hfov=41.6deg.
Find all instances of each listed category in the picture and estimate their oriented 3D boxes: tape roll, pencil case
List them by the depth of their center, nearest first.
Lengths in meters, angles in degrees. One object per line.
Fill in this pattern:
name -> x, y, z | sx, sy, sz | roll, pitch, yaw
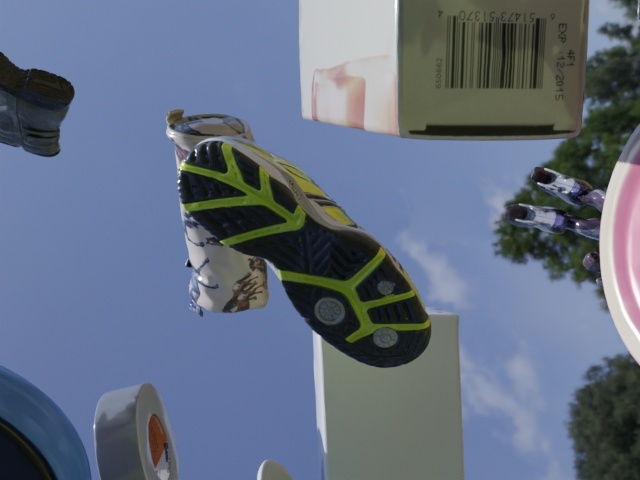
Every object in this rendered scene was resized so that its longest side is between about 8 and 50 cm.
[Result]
tape roll -> -0.297, 0.348, 1.386 | 0.219, 0.072, 0.219 | -13, -90, -88
pencil case -> -0.202, -0.053, 1.645 | 0.160, 0.183, 0.410 | -53, -35, -55

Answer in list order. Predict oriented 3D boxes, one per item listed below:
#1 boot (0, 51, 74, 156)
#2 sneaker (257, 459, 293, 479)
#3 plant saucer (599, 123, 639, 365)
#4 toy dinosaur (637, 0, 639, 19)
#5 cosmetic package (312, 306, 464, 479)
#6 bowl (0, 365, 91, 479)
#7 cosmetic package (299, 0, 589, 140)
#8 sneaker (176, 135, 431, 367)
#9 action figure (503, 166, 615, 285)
boot -> -0.538, -0.228, 1.394 | 0.246, 0.161, 0.083 | 24, -137, -15
sneaker -> -0.111, 0.575, 1.646 | 0.104, 0.147, 0.296 | 28, -152, -29
plant saucer -> 0.328, -0.001, 0.660 | 0.084, 0.332, 0.332 | 4, -117, -17
toy dinosaur -> 0.222, -0.199, 0.464 | 0.322, 0.164, 0.218 | 55, -160, -26
cosmetic package -> 0.102, 0.299, 1.300 | 0.156, 0.217, 0.385 | 161, 108, -85
bowl -> -0.498, 0.326, 1.077 | 0.391, 0.391, 0.077 | 58, -172, -19
cosmetic package -> 0.085, -0.158, 0.725 | 0.296, 0.153, 0.129 | -140, 49, -73
sneaker -> 0.000, 0.000, 1.066 | 0.385, 0.145, 0.147 | 45, -158, -8
action figure -> 0.402, -0.030, 1.176 | 0.099, 0.285, 0.185 | 25, -92, -37
